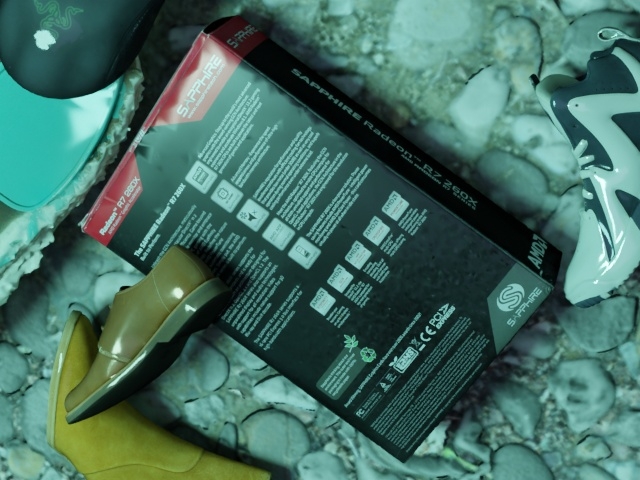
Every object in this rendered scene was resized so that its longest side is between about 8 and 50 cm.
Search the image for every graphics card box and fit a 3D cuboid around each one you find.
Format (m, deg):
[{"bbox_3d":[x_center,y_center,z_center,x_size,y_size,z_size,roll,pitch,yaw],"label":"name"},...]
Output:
[{"bbox_3d":[0.000,0.000,1.265,0.371,0.094,0.232,36,114,1],"label":"graphics card box"}]

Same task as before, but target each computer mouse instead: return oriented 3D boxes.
[{"bbox_3d":[-0.175,-0.244,1.154,0.189,0.072,0.272,25,75,0],"label":"computer mouse"}]

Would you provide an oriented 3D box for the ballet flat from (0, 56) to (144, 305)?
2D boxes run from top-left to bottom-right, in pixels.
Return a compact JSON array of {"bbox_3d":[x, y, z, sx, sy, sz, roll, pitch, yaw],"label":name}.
[{"bbox_3d":[-0.288,-0.047,1.300,0.147,0.147,0.409,40,110,-2],"label":"ballet flat"}]

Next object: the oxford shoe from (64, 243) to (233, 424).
[{"bbox_3d":[-0.167,0.085,1.268,0.212,0.076,0.076,-46,75,23],"label":"oxford shoe"}]

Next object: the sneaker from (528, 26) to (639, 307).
[{"bbox_3d":[0.226,-0.071,1.186,0.153,0.094,0.235,29,113,4],"label":"sneaker"}]

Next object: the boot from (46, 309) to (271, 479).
[{"bbox_3d":[-0.152,0.209,1.384,0.211,0.104,0.295,5,113,6],"label":"boot"}]
